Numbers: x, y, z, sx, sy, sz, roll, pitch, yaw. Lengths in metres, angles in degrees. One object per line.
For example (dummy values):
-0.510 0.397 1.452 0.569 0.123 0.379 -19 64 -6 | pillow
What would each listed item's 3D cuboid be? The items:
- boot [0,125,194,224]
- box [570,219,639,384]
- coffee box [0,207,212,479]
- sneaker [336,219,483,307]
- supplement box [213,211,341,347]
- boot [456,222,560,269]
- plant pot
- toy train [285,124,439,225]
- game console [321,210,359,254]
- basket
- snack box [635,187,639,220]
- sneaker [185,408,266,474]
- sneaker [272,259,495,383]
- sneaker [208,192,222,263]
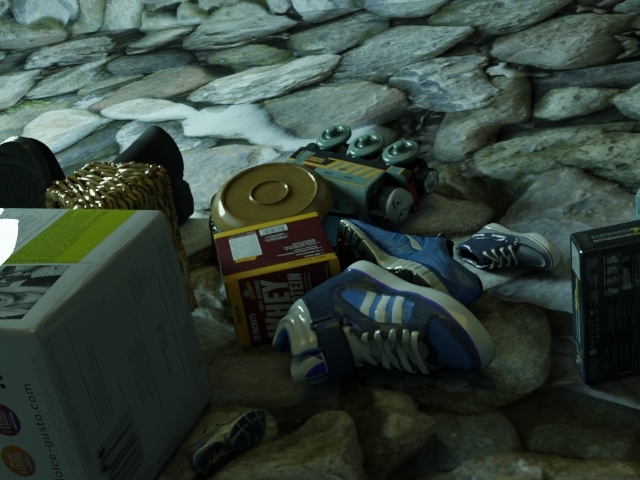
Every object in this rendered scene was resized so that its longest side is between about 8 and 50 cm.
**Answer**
-0.413 -0.107 2.152 0.146 0.367 0.445 18 36 25 | boot
0.447 0.082 1.589 0.183 0.233 0.059 -11 32 -1 | box
-0.399 0.174 1.595 0.334 0.338 0.338 1 28 23 | coffee box
0.145 0.049 1.926 0.147 0.130 0.330 -14 30 -33 | sneaker
-0.069 0.064 1.934 0.191 0.129 0.194 -12 26 -5 | supplement box
0.321 0.026 1.954 0.086 0.069 0.190 -31 24 -23 | boot
-0.095 -0.082 2.158 0.236 0.032 0.236 -5 38 4 | plant pot
0.070 -0.120 2.267 0.334 0.142 0.190 17 50 39 | toy train
0.000 0.000 2.105 0.122 0.071 0.107 8 31 34 | game console
-0.368 0.039 1.898 0.213 0.299 0.223 5 30 26 | basket
0.713 -0.121 2.101 0.187 0.060 0.322 4 29 28 | snack box
-0.138 0.277 1.620 0.135 0.052 0.058 -30 28 -35 | sneaker
0.074 0.166 1.707 0.236 0.130 0.323 -38 42 -24 | sneaker
-0.174 -0.029 2.219 0.086 0.085 0.237 -3 29 -2 | sneaker
